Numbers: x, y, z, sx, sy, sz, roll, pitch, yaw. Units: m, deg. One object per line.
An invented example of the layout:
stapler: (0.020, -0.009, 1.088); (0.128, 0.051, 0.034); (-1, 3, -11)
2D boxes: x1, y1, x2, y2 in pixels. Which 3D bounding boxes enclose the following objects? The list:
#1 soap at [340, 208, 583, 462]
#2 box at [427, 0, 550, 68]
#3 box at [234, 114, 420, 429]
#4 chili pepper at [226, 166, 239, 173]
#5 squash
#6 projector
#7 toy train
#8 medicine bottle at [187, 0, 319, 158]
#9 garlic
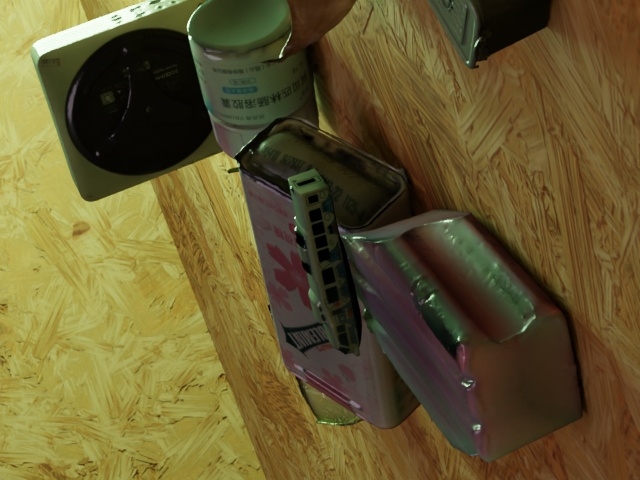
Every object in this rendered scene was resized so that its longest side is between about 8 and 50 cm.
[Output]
soap: (0.125, 0.074, 1.710); (0.324, 0.109, 0.193); (-129, 21, -53)
box: (0.118, -0.198, 1.330); (0.084, 0.069, 0.122); (89, 156, -65)
box: (0.023, 0.037, 2.015); (0.190, 0.112, 0.370); (29, 148, 29)
chili pepper: (-0.050, -0.047, 2.395); (0.072, 0.073, 0.204); (40, 168, 28)
squash: (0.041, 0.141, 2.371); (0.184, 0.085, 0.192); (-12, 104, 49)
projector: (-0.255, -0.203, 2.564); (0.079, 0.257, 0.259); (-127, 18, -52)
toy train: (0.007, 0.030, 1.791); (0.043, 0.047, 0.207); (-127, 21, -57)
medicine bottle: (-0.074, -0.188, 2.075); (0.135, 0.135, 0.168); (-124, 16, -46)
garlic: (-0.009, -0.274, 1.684); (0.115, 0.128, 0.207); (6, 136, 29)
